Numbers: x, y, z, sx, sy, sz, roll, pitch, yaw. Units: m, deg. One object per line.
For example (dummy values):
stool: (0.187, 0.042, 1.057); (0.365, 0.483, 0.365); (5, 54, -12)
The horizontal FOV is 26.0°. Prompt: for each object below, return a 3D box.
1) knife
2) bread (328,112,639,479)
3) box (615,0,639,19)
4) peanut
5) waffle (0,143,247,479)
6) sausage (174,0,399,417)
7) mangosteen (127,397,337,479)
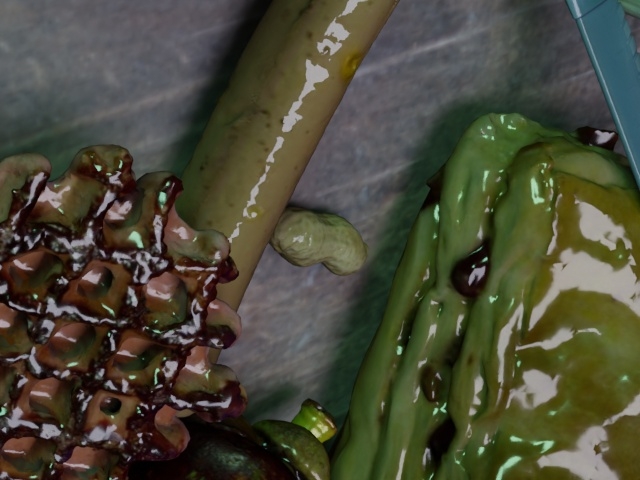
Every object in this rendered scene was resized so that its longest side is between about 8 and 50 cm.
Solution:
knife: (0.158, -0.125, 0.786); (0.044, 0.019, 0.313); (-36, 111, -34)
bread: (0.170, 0.117, 0.928); (0.314, 0.191, 0.370); (10, 110, -41)
box: (0.282, -0.143, 0.783); (0.168, 0.259, 0.071); (-11, 122, -32)
peanut: (0.000, 0.000, 0.819); (0.083, 0.037, 0.037); (19, 106, -42)
waffle: (-0.150, 0.053, 0.690); (0.234, 0.055, 0.221); (-25, 124, -1)
sausage: (-0.035, -0.040, 0.741); (0.066, 0.066, 0.301); (13, 110, -43)
mangosteen: (-0.065, 0.166, 0.830); (0.145, 0.181, 0.156); (-11, 118, 20)
